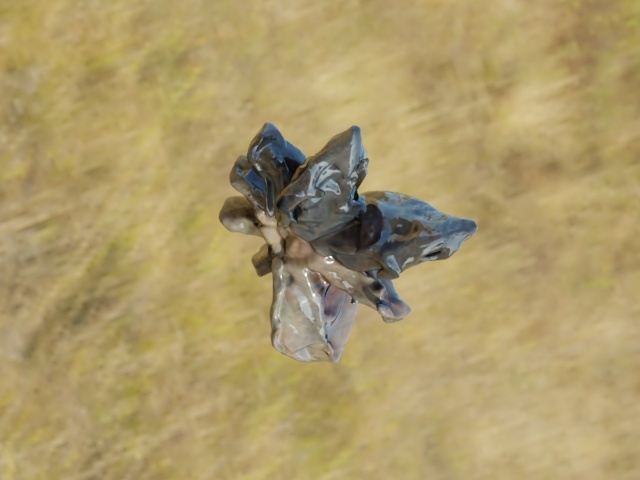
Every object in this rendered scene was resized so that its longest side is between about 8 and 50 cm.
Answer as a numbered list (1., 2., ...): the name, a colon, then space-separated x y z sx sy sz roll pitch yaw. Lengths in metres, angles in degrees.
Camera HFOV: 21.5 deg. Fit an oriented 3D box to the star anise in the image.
1. star anise: 0.002 -0.002 1.387 0.198 0.257 0.110 43 54 -7
